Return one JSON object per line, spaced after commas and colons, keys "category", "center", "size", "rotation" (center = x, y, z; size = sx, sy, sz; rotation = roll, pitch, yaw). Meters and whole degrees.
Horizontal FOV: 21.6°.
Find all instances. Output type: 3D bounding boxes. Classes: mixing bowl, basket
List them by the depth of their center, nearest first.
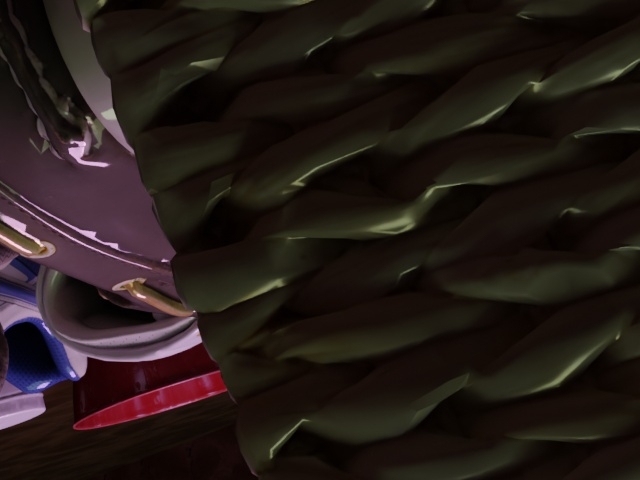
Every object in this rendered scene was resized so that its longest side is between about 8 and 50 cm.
{"category": "basket", "center": [0.126, -0.072, 0.463], "size": [0.331, 0.266, 0.328], "rotation": [-18, 172, 13]}
{"category": "mixing bowl", "center": [-0.132, 0.084, 1.390], "size": [0.181, 0.098, 0.181], "rotation": [-18, 171, -3]}

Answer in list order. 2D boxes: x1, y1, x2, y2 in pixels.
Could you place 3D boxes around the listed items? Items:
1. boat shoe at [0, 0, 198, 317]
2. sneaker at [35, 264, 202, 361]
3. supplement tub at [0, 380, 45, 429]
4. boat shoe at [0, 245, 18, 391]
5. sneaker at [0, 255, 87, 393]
{"category": "boat shoe", "center": [-0.054, -0.026, 0.608], "size": [0.097, 0.116, 0.324], "rotation": [-19, 163, 11]}
{"category": "sneaker", "center": [0.000, 0.000, 0.830], "size": [0.292, 0.108, 0.169], "rotation": [-18, 179, 26]}
{"category": "supplement tub", "center": [-0.229, 0.071, 1.104], "size": [0.071, 0.107, 0.071], "rotation": [-17, 171, -3]}
{"category": "boat shoe", "center": [-0.177, 0.009, 0.540], "size": [0.116, 0.123, 0.324], "rotation": [-42, -166, 2]}
{"category": "sneaker", "center": [-0.223, 0.030, 0.811], "size": [0.112, 0.131, 0.296], "rotation": [-23, 168, 40]}
